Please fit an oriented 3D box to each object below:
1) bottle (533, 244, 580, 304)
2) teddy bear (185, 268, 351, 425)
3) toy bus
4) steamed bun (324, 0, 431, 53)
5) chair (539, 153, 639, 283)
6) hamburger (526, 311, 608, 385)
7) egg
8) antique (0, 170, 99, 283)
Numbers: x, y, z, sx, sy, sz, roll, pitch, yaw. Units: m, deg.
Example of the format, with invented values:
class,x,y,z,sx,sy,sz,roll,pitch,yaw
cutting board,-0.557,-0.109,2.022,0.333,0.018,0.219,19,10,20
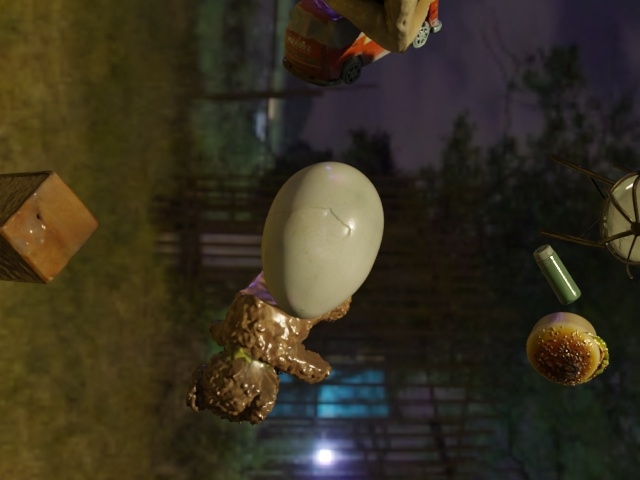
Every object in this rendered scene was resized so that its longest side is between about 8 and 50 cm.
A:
class,x,y,z,sx,sy,sz,roll,pitch,yaw
bottle,0.319,0.046,1.678,0.083,0.030,0.030,57,-2,-11
teddy bear,-0.084,0.184,2.176,0.296,0.246,0.223,-28,136,-62
toy bus,0.060,-0.328,1.842,0.121,0.265,0.120,33,-40,32
steamed bun,0.070,-0.356,1.656,0.172,0.155,0.141,90,24,-57
chair,0.475,-0.035,1.893,0.325,0.170,0.160,-154,-110,-64
hamburger,0.426,0.192,2.149,0.126,0.141,0.081,-47,-164,35
egg,0.000,0.000,1.596,0.151,0.151,0.209,127,-18,-76
antique,-0.379,-0.015,1.429,0.310,0.087,0.093,2,-133,51
